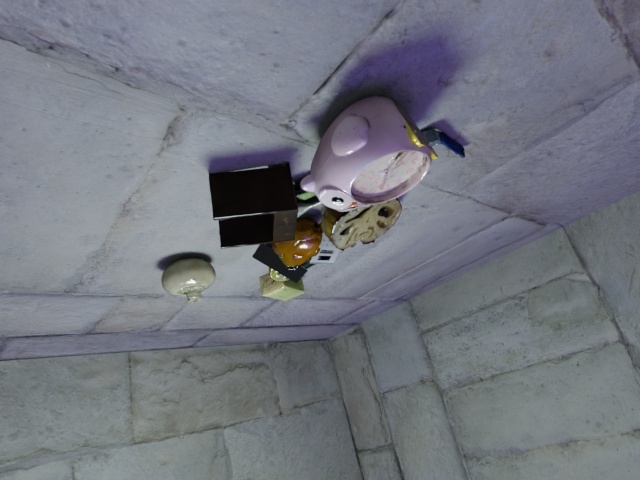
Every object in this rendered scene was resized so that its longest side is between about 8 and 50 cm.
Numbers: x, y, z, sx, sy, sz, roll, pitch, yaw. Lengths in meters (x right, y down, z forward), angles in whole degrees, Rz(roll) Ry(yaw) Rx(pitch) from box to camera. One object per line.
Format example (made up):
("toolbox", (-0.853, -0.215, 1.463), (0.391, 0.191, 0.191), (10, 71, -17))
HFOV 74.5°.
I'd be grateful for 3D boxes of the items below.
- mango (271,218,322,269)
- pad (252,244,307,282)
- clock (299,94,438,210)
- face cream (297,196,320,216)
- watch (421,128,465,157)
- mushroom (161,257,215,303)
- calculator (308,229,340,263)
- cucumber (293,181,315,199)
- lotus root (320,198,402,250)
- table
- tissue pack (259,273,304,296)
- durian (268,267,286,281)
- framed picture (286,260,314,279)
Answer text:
("mango", (-0.105, 0.008, 1.901), (0.201, 0.152, 0.287), (18, 140, -37))
("pad", (-0.201, 0.112, 2.079), (0.265, 0.009, 0.159), (31, 142, -8))
("clock", (0.137, -0.262, 1.336), (0.377, 0.250, 0.368), (-35, 151, 26))
("face cream", (-0.048, -0.147, 1.683), (0.224, 0.114, 0.070), (-20, 114, 19))
("watch", (0.381, -0.310, 1.613), (0.276, 0.068, 0.274), (-31, 156, 32))
("mushroom", (-0.613, 0.194, 1.976), (0.246, 0.202, 0.246), (-16, 167, -4))
("calculator", (0.048, 0.005, 1.991), (0.161, 0.021, 0.261), (3, 120, -39))
("cucumber", (-0.042, -0.200, 1.598), (0.115, 0.062, 0.116), (-16, 174, 8))
("lotus root", (0.186, -0.110, 1.815), (0.390, 0.111, 0.375), (-7, 146, -37))
("table", (-0.239, -0.118, 1.516), (0.282, 0.196, 0.250), (-8, 157, -10))
("tissue pack", (-0.222, 0.264, 2.441), (0.159, 0.125, 0.234), (-25, 154, 22))
("durian", (-0.202, 0.120, 2.191), (0.146, 0.102, 0.208), (3, 128, -37))
("framed picture", (-0.045, 0.099, 2.186), (0.281, 0.019, 0.209), (-28, 163, -28))
